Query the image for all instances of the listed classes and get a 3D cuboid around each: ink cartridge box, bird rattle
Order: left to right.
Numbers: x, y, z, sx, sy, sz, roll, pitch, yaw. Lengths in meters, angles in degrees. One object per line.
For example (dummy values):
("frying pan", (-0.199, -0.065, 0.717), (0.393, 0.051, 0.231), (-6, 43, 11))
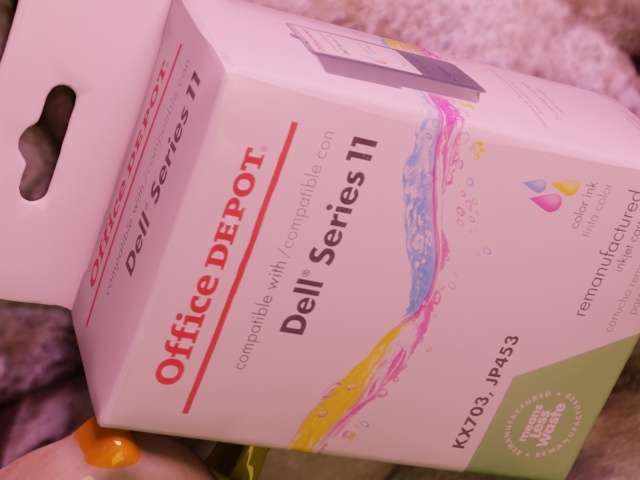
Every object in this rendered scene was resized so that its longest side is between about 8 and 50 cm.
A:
("bird rattle", (-0.131, 0.176, 0.807), (0.253, 0.143, 0.207), (-29, 140, 11))
("ink cartridge box", (0.000, 0.000, 0.758), (0.353, 0.119, 0.207), (10, 115, -24))
